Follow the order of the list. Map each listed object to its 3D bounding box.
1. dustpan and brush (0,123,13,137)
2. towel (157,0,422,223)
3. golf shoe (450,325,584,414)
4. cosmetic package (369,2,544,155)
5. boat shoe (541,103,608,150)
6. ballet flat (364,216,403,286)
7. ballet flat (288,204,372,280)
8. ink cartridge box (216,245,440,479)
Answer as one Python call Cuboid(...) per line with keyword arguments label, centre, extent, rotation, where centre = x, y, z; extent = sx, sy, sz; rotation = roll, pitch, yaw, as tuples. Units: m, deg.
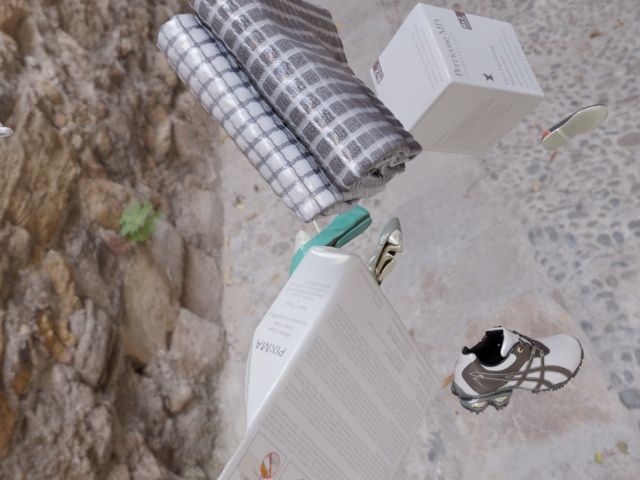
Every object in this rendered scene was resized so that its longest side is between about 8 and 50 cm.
Cuboid(label="dustpan and brush", centre=(-0.485, -0.155, 0.812), extent=(0.211, 0.147, 0.061), rotation=(-3, 75, 19))
Cuboid(label="towel", centre=(-0.007, -0.150, 0.655), extent=(0.121, 0.235, 0.283), rotation=(-43, -4, 21))
Cuboid(label="golf shoe", centre=(0.260, 0.149, 0.794), extent=(0.198, 0.094, 0.077), rotation=(-18, 26, -21))
Cuboid(label="cosmetic package", centre=(0.201, -0.236, 0.937), extent=(0.151, 0.183, 0.151), rotation=(-48, 50, 50))
Cuboid(label="boat shoe", centre=(0.499, -0.228, 1.219), extent=(0.137, 0.049, 0.043), rotation=(-35, 17, 36))
Cuboid(label="ballet flat", centre=(0.168, 0.031, 1.523), extent=(0.068, 0.072, 0.213), rotation=(7, 53, 40))
Cuboid(label="ballet flat", centre=(0.000, 0.000, 1.279), extent=(0.087, 0.083, 0.247), rotation=(41, 61, 17))
Cuboid(label="ink cartridge box", centre=(-0.008, 0.250, 0.796), extent=(0.091, 0.308, 0.385), rotation=(10, 55, 43))
